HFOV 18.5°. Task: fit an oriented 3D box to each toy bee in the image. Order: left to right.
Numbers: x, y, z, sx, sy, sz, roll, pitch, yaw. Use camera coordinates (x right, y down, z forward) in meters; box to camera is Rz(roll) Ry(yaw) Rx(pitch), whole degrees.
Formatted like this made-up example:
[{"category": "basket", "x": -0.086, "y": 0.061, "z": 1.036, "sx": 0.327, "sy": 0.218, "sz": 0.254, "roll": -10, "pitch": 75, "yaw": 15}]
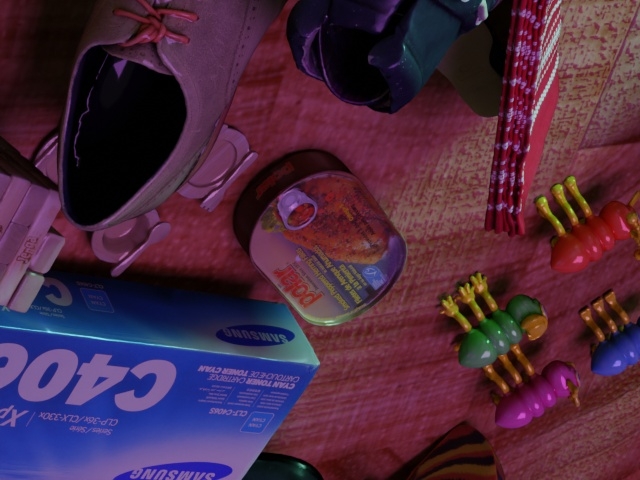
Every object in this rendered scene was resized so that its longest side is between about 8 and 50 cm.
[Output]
[{"category": "toy bee", "x": 0.073, "y": 0.320, "z": 1.836, "sx": 0.298, "sy": 0.162, "sz": 0.195, "roll": -48, "pitch": 143, "yaw": 12}]

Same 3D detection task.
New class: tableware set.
[{"category": "tableware set", "x": -0.125, "y": -0.053, "z": 1.410, "sx": 0.141, "sy": 0.020, "sz": 0.168, "roll": -38, "pitch": 143, "yaw": -1}]

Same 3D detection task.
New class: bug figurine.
[{"category": "bug figurine", "x": 0.226, "y": 0.074, "z": 1.782, "sx": 0.216, "sy": 0.072, "sz": 0.279, "roll": -36, "pitch": 143, "yaw": -4}]

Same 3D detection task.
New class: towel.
[{"category": "towel", "x": 0.161, "y": -0.159, "z": 1.426, "sx": 0.031, "sy": 0.199, "sz": 0.275, "roll": 11, "pitch": 136, "yaw": 9}]

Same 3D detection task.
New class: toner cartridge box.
[{"category": "toner cartridge box", "x": -0.183, "y": 0.110, "z": 1.459, "sx": 0.348, "sy": 0.075, "sz": 0.165, "roll": 9, "pitch": 127, "yaw": -40}]

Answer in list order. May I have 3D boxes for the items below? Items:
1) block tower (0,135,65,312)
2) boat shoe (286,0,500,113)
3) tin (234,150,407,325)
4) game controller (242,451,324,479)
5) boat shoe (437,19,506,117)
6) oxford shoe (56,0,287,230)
[{"category": "block tower", "x": -0.306, "y": -0.046, "z": 1.200, "sx": 0.335, "sy": 0.097, "sz": 0.091, "roll": 19, "pitch": 104, "yaw": -50}, {"category": "boat shoe", "x": 0.043, "y": -0.154, "z": 1.251, "sx": 0.158, "sy": 0.127, "sz": 0.340, "roll": -64, "pitch": 171, "yaw": -5}, {"category": "tin", "x": 0.000, "y": 0.000, "z": 1.553, "sx": 0.106, "sy": 0.040, "sz": 0.189, "roll": -42, "pitch": 142, "yaw": -2}, {"category": "game controller", "x": -0.078, "y": 0.299, "z": 1.723, "sx": 0.166, "sy": 0.067, "sz": 0.319, "roll": -3, "pitch": 132, "yaw": -5}, {"category": "boat shoe", "x": 0.112, "y": -0.146, "z": 1.493, "sx": 0.049, "sy": 0.042, "sz": 0.133, "roll": -18, "pitch": 144, "yaw": 14}, {"category": "oxford shoe", "x": -0.077, "y": -0.157, "z": 1.211, "sx": 0.123, "sy": 0.130, "sz": 0.348, "roll": 20, "pitch": 114, "yaw": 2}]
